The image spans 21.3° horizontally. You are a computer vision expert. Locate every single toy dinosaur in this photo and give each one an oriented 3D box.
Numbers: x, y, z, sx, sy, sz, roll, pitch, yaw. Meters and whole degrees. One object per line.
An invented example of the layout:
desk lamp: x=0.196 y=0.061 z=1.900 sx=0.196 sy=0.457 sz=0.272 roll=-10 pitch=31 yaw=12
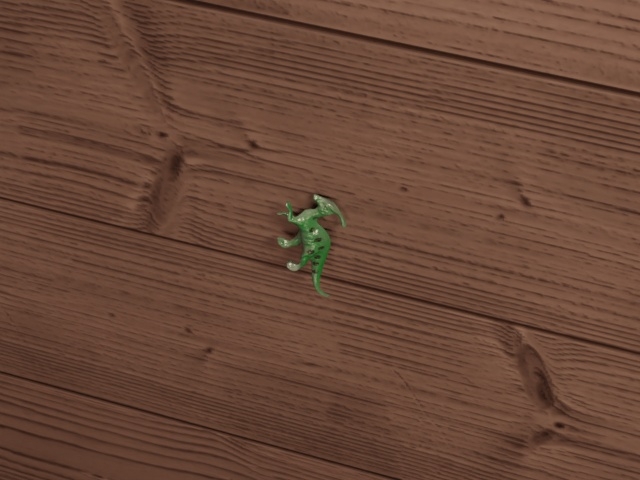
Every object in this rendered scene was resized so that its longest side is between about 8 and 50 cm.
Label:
toy dinosaur: x=0.000 y=0.000 z=1.217 sx=0.062 sy=0.021 sz=0.083 roll=-29 pitch=118 yaw=32
